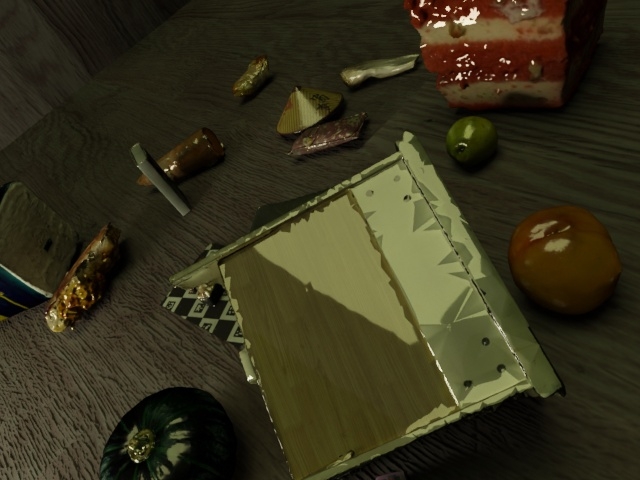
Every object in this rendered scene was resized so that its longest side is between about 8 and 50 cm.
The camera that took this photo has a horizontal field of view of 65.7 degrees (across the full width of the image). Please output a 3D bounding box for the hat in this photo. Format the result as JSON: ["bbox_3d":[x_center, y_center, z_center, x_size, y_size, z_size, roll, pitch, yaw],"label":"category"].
[{"bbox_3d":[-0.043,-0.352,1.247,0.193,0.082,0.193,-21,32,14],"label":"hat"}]

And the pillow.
[{"bbox_3d":[0.018,-0.244,1.153,0.185,0.043,0.118,-7,38,25],"label":"pillow"}]

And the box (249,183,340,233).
[{"bbox_3d":[0.000,0.000,0.845,0.274,0.138,0.178,-14,39,14],"label":"box"}]

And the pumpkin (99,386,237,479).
[{"bbox_3d":[-0.214,0.301,0.692,0.202,0.140,0.201,-20,42,20],"label":"pumpkin"}]

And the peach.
[{"bbox_3d":[0.307,0.023,0.635,0.138,0.138,0.138,-18,43,17],"label":"peach"}]

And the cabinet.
[{"bbox_3d":[0.045,0.109,0.580,0.318,0.227,0.289,-28,68,8],"label":"cabinet"}]

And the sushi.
[{"bbox_3d":[-0.198,0.078,0.974,0.280,0.043,0.192,15,59,41],"label":"sushi"}]

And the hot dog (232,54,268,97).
[{"bbox_3d":[-0.209,-0.497,1.532,0.078,0.061,0.169,29,75,36],"label":"hot dog"}]

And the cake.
[{"bbox_3d":[0.352,-0.418,0.897,0.270,0.319,0.270,14,64,38],"label":"cake"}]

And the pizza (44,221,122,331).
[{"bbox_3d":[-0.538,0.081,1.161,0.161,0.086,0.305,-29,33,40],"label":"pizza"}]

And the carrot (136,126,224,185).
[{"bbox_3d":[-0.393,-0.213,1.351,0.263,0.102,0.101,-27,41,10],"label":"carrot"}]

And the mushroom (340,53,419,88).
[{"bbox_3d":[0.152,-0.430,1.249,0.202,0.054,0.059,-10,51,18],"label":"mushroom"}]

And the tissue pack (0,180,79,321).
[{"bbox_3d":[-0.883,0.070,1.269,0.417,0.253,0.264,-23,41,15],"label":"tissue pack"}]

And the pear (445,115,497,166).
[{"bbox_3d":[0.271,-0.179,0.891,0.092,0.092,0.096,-8,46,27],"label":"pear"}]

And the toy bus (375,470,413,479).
[{"bbox_3d":[0.090,0.327,0.546,0.052,0.037,0.130,-20,41,18],"label":"toy bus"}]

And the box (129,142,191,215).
[{"bbox_3d":[-0.393,-0.150,1.223,0.036,0.177,0.115,-37,42,-4],"label":"box"}]
